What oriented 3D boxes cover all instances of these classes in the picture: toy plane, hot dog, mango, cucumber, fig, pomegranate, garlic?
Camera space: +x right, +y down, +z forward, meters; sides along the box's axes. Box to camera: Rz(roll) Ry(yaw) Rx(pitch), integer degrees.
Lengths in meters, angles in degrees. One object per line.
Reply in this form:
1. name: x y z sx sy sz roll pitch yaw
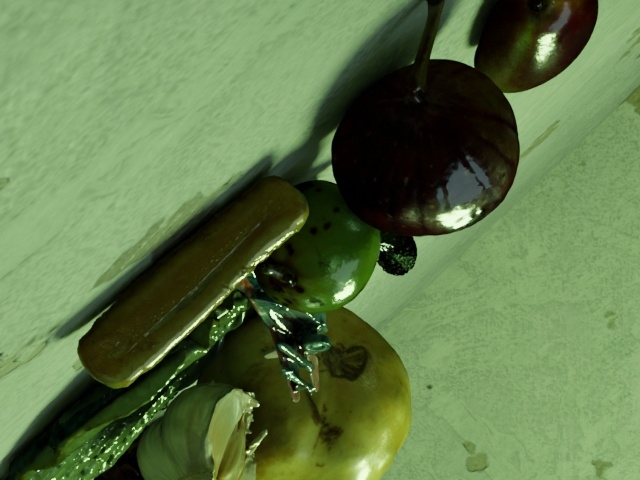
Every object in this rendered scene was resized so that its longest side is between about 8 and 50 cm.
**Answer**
1. toy plane: -0.047 0.075 1.667 0.104 0.223 0.326 -5 155 9
2. hot dog: -0.129 0.042 1.370 0.286 0.088 0.061 -38 176 -5
3. mango: 0.248 -0.240 1.516 0.133 0.111 0.267 -51 178 -14
4. cucumber: 0.125 0.010 2.259 0.081 0.072 0.303 -41 170 0
5. fig: 0.105 -0.105 1.368 0.204 0.186 0.249 -24 164 4
6. pomegranate: -0.007 -0.008 1.526 0.156 0.156 0.220 -46 -159 24
7. pomegranate: -0.029 0.255 2.008 0.332 0.332 0.332 -40 170 -8
8. garlic: -0.167 0.289 1.789 0.178 0.143 0.229 -58 145 -51

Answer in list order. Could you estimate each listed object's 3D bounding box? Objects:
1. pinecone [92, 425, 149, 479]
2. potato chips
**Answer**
1. pinecone: -0.239 0.397 2.075 0.246 0.246 0.292 -42 163 1
2. potato chips: -0.249 0.218 1.723 0.429 0.070 0.358 -43 173 8
